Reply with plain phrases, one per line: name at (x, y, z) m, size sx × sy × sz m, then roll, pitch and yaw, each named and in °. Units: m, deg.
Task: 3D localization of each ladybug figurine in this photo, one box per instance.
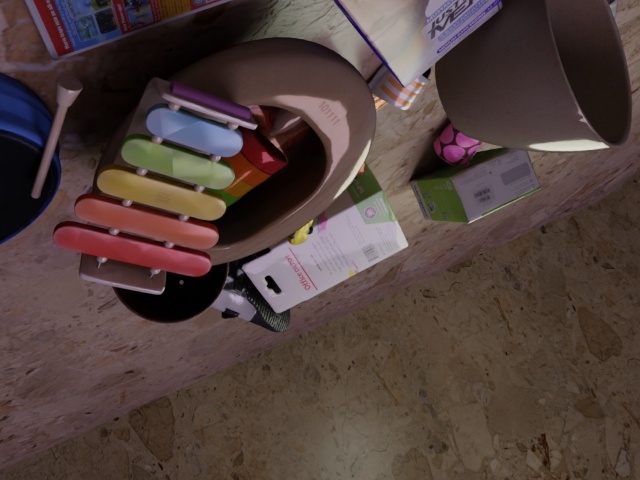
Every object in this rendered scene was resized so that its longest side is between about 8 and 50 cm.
ladybug figurine at (-0.133, -0.125, 1.030) m, size 0.449 × 0.162 × 0.305 m, roll -31°, pitch 132°, yaw 17°

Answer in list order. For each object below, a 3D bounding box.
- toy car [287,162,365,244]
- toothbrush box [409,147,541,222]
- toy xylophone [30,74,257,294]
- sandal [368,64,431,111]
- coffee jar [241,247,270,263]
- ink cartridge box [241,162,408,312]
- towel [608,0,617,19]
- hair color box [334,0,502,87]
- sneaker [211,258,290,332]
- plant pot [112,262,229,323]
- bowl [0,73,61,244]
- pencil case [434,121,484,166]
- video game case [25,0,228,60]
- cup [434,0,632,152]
toy car at (-0.032, -0.116, 1.470) m, size 0.239 × 0.053 × 0.225 m, roll -51°, pitch 149°, yaw 4°
toothbrush box at (0.376, -0.139, 1.806) m, size 0.206 × 0.122 × 0.283 m, roll -25°, pitch -171°, yaw -11°
toy xylophone at (-0.223, -0.071, 0.886) m, size 0.236 × 0.081 × 0.323 m, roll 8°, pitch 131°, yaw -22°
sandal at (0.129, -0.255, 1.296) m, size 0.102 × 0.076 × 0.265 m, roll -9°, pitch 156°, yaw -48°
coffee jar at (-0.172, 0.057, 1.783) m, size 0.184 × 0.079 × 0.096 m, roll -36°, pitch 162°, yaw 27°
ink cartridge box at (0.000, 0.000, 1.675) m, size 0.353 × 0.119 × 0.207 m, roll -28°, pitch 134°, yaw 3°
towel at (0.565, -0.444, 1.506) m, size 0.113 × 0.023 × 0.152 m, roll -31°, pitch 164°, yaw 15°
hair color box at (0.111, -0.337, 0.924) m, size 0.185 × 0.110 × 0.339 m, roll -39°, pitch 161°, yaw 13°
sneaker at (-0.207, 0.119, 1.709) m, size 0.146 × 0.122 × 0.330 m, roll -18°, pitch 134°, yaw 35°
plant pot at (-0.277, 0.045, 1.409) m, size 0.215 × 0.215 × 0.230 m, roll -26°, pitch 179°, yaw -4°
bowl at (-0.506, -0.061, 0.878) m, size 0.391 × 0.077 × 0.391 m, roll -25°, pitch 164°, yaw -8°
pencil case at (0.347, -0.253, 1.617) m, size 0.095 × 0.098 × 0.209 m, roll -39°, pitch 174°, yaw -35°
video game case at (-0.172, -0.300, 0.762) m, size 0.285 × 0.025 × 0.204 m, roll -24°, pitch 164°, yaw -13°
cup at (0.330, -0.282, 1.188) m, size 0.237 × 0.331 × 0.331 m, roll -13°, pitch 176°, yaw 39°
